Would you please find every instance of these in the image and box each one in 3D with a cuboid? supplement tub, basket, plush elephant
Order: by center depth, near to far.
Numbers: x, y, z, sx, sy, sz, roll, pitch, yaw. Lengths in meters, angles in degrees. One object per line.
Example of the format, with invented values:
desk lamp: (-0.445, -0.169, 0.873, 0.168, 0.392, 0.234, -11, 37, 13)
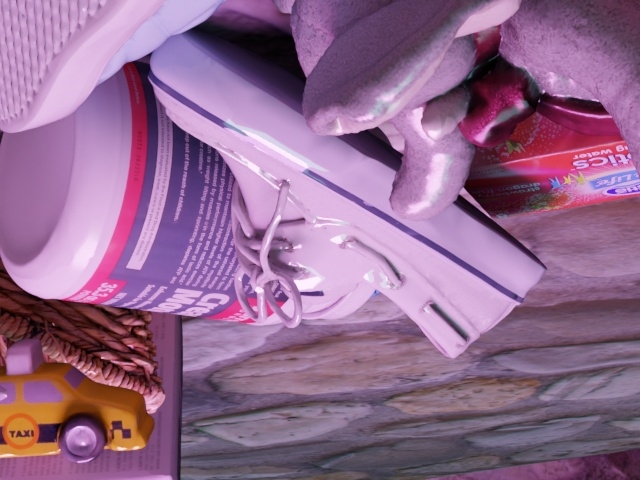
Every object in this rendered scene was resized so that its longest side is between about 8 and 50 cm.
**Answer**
plush elephant: (0.102, -0.113, 0.807, 0.255, 0.272, 0.330, -19, 122, 13)
supplement tub: (-0.094, -0.036, 1.107, 0.272, 0.191, 0.191, 10, 157, -32)
basket: (-0.299, 0.080, 1.301, 0.213, 0.223, 0.299, -4, 168, -32)

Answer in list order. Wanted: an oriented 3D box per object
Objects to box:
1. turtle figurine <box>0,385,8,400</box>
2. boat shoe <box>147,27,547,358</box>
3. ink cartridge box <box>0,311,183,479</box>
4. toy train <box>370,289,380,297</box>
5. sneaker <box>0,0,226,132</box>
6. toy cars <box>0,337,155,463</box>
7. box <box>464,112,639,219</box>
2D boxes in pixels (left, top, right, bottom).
turtle figurine: (-0.399, 0.026, 1.089, 0.197, 0.275, 0.266, -13, 174, -34)
boat shoe: (-0.003, -0.004, 0.990, 0.367, 0.136, 0.156, 30, 101, -44)
ink cartridge box: (-0.342, 0.187, 1.554, 0.385, 0.308, 0.091, -4, 126, -2)
toy train: (0.048, -0.005, 1.407, 0.105, 0.080, 0.184, -22, 153, 22)
sneaker: (-0.118, -0.157, 0.858, 0.150, 0.135, 0.366, -21, -175, -30)
toy cars: (-0.304, 0.122, 1.175, 0.393, 0.087, 0.176, -1, -177, 39)
box: (0.225, -0.107, 1.058, 0.256, 0.123, 0.128, -10, 161, 19)
